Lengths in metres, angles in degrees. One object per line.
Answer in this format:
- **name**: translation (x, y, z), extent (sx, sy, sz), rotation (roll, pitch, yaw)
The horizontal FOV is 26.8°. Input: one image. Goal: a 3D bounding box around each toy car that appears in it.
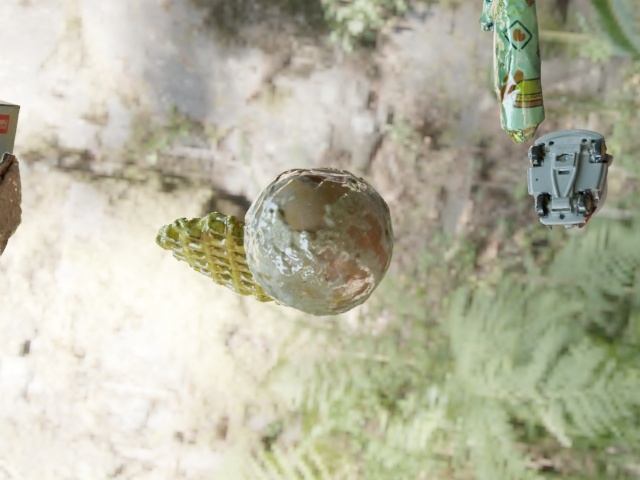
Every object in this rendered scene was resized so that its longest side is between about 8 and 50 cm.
- **toy car**: translation (0.353, -0.073, 1.869), extent (0.112, 0.112, 0.139), rotation (39, -125, -54)

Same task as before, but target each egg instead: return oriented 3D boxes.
- **egg**: translation (0.000, 0.000, 1.697), extent (0.233, 0.195, 0.194), rotation (14, -97, -70)

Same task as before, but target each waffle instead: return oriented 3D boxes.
- **waffle**: translation (-0.118, 0.027, 2.045), extent (0.254, 0.245, 0.052), rotation (36, -117, -36)

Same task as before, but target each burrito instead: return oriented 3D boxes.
- **burrito**: translation (0.213, -0.258, 1.549), extent (0.104, 0.054, 0.288), rotation (-124, 23, -66)

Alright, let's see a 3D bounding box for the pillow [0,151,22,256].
- **pillow**: translation (-0.444, -0.013, 1.774), extent (0.232, 0.043, 0.126), rotation (-70, -10, -56)

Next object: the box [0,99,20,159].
- **box**: translation (-0.593, -0.174, 2.097), extent (0.079, 0.269, 0.135), rotation (-2, -73, -56)
